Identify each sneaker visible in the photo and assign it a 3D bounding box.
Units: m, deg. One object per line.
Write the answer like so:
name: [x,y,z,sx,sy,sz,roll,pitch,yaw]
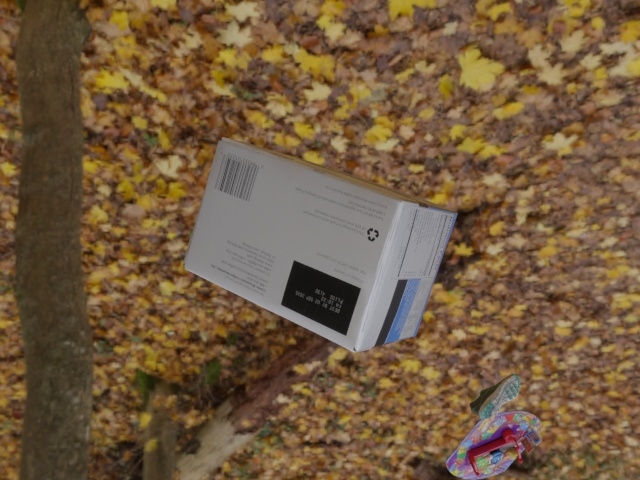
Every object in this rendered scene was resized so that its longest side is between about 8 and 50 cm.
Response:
sneaker: [0.463,0.409,1.728,0.166,0.065,0.076,-34,-160,-24]

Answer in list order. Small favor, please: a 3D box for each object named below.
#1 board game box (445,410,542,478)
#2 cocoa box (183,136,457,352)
board game box: [0.284,0.343,1.038,0.133,0.033,0.169,16,118,-26]
cocoa box: [0.000,0.000,1.047,0.347,0.231,0.228,22,-171,30]
